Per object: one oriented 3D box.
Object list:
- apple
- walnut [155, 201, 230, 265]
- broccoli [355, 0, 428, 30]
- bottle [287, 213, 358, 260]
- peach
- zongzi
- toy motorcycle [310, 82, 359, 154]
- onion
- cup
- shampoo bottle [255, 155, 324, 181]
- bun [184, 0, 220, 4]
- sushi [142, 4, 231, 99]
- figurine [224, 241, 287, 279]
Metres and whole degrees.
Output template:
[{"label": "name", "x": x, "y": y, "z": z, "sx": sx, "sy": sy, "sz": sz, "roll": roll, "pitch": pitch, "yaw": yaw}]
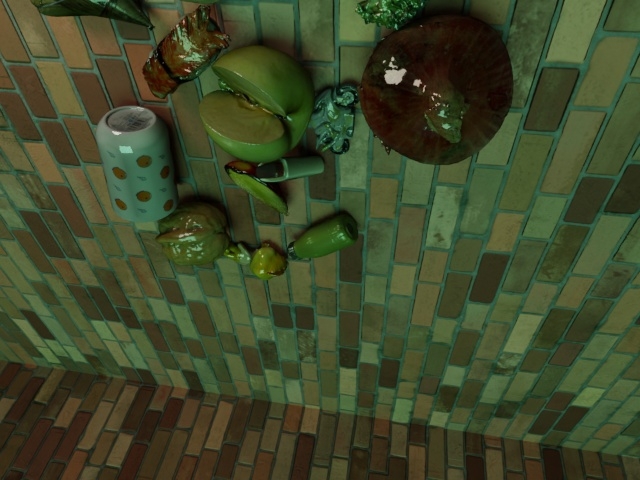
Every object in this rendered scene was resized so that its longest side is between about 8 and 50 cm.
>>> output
[{"label": "apple", "x": -0.162, "y": -0.345, "z": 1.210, "sx": 0.254, "sy": 0.292, "sz": 0.291, "roll": 33, "pitch": 142, "yaw": 22}, {"label": "walnut", "x": -0.451, "y": -0.021, "z": 1.666, "sx": 0.257, "sy": 0.257, "sz": 0.224, "roll": -6, "pitch": 101, "yaw": 19}, {"label": "broccoli", "x": 0.141, "y": -0.566, "z": 0.950, "sx": 0.177, "sy": 0.198, "sz": 0.275, "roll": 18, "pitch": 174, "yaw": 23}, {"label": "bottle", "x": 0.000, "y": 0.000, "z": 1.653, "sx": 0.260, "sy": 0.112, "sz": 0.112, "roll": -23, "pitch": 126, "yaw": 33}, {"label": "peach", "x": -0.179, "y": -0.174, "z": 1.514, "sx": 0.189, "sy": 0.068, "sz": 0.279, "roll": 21, "pitch": 166, "yaw": 44}, {"label": "zongzi", "x": -0.568, "y": -0.580, "z": 1.192, "sx": 0.221, "sy": 0.112, "sz": 0.242, "roll": -22, "pitch": 128, "yaw": 30}, {"label": "toy motorcycle", "x": 0.023, "y": -0.341, "z": 1.322, "sx": 0.153, "sy": 0.073, "sz": 0.225, "roll": 13, "pitch": 136, "yaw": 2}, {"label": "onion", "x": 0.260, "y": -0.340, "z": 1.109, "sx": 0.354, "sy": 0.353, "sz": 0.353, "roll": 7, "pitch": 136, "yaw": 7}, {"label": "cup", "x": -0.561, "y": -0.239, "z": 1.474, "sx": 0.213, "sy": 0.212, "sz": 0.317, "roll": 12, "pitch": 136, "yaw": 2}, {"label": "shampoo bottle", "x": -0.107, "y": -0.202, "z": 1.359, "sx": 0.153, "sy": 0.284, "sz": 0.071, "roll": -3, "pitch": 102, "yaw": 21}, {"label": "bun", "x": -0.267, "y": -0.647, "z": 0.967, "sx": 0.326, "sy": 0.234, "sz": 0.362, "roll": 22, "pitch": 143, "yaw": -17}, {"label": "sushi", "x": -0.355, "y": -0.469, "z": 1.215, "sx": 0.332, "sy": 0.130, "sz": 0.124, "roll": -8, "pitch": 131, "yaw": 50}, {"label": "figurine", "x": -0.240, "y": 0.074, "z": 1.794, "sx": 0.247, "sy": 0.131, "sz": 0.156, "roll": 15, "pitch": 123, "yaw": 14}]
